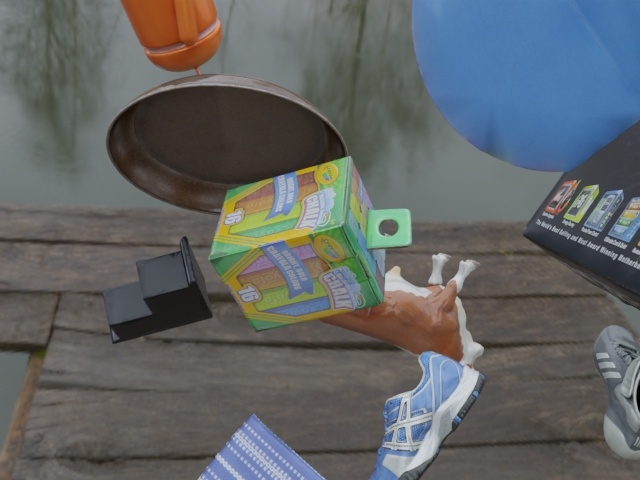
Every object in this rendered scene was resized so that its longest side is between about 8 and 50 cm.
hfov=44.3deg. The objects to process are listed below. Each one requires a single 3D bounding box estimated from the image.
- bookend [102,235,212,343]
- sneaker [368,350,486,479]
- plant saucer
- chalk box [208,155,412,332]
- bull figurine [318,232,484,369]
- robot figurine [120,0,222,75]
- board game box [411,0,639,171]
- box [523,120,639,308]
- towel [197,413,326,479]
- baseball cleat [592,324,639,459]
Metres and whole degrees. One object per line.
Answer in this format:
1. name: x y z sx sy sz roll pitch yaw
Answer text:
1. bookend: -0.249 0.075 1.135 0.157 0.156 0.072 -15 66 -4
2. sneaker: 0.102 0.224 0.908 0.081 0.211 0.080 35 -3 15
3. plant saucer: -0.119 -0.124 1.029 0.311 0.310 0.050 4 62 -6
4. chalk box: 0.000 0.000 0.920 0.213 0.132 0.132 -15 37 17
5. bull figurine: 0.141 0.099 1.236 0.311 0.188 0.101 20 -3 -14
6. robot figurine: -0.221 -0.342 1.151 0.158 0.219 0.128 5 42 32
7. board game box: 0.131 -0.119 0.409 0.133 0.169 0.033 47 13 -18
8. box: 0.294 -0.080 0.458 0.097 0.318 0.395 35 7 -6
9. towel: -0.103 0.417 0.952 0.243 0.040 0.336 35 84 27
10. baseball cleat: 0.363 0.151 0.896 0.072 0.109 0.205 16 38 1
